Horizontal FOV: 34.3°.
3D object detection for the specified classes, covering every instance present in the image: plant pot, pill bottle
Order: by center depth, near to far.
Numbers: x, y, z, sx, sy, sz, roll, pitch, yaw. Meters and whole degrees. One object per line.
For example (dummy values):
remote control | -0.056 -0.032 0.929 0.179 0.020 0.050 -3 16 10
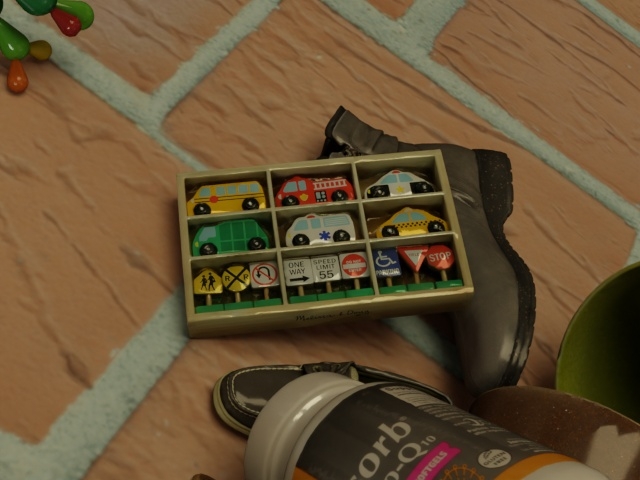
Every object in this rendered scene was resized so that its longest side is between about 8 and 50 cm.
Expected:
pill bottle | 0.071 0.195 0.748 0.162 0.278 0.162 -9 105 -35
plant pot | 0.174 0.276 0.852 0.215 0.215 0.230 35 59 -1
plant pot | 0.437 0.150 1.072 0.293 0.275 0.275 0 54 -48

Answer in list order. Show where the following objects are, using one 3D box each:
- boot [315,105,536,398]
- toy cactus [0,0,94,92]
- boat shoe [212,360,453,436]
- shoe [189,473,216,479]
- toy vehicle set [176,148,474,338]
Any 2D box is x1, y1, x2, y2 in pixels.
boot | 0.090 0.013 1.075 0.222 0.118 0.338 12 43 -13
toy cactus | -0.322 -0.227 0.968 0.219 0.180 0.112 12 71 -16
boat shoe | 0.017 0.141 0.936 0.223 0.073 0.080 13 50 -22
shoe | -0.029 0.272 0.824 0.219 0.076 0.058 38 87 -1
toy vehicle set | 0.000 0.000 0.992 0.266 0.035 0.166 -6 59 -7
